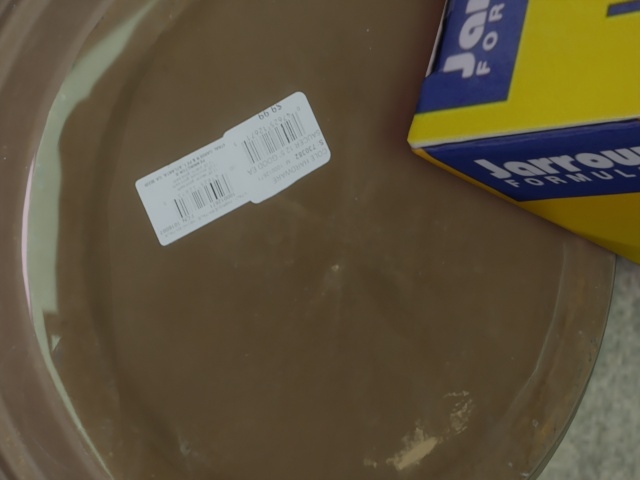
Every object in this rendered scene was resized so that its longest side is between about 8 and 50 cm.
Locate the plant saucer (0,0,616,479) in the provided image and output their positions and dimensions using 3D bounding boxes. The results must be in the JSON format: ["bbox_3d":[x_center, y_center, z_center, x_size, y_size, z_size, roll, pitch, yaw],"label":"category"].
[{"bbox_3d":[0.000,0.000,0.595,0.278,0.041,0.278,-2,93,-30],"label":"plant saucer"}]

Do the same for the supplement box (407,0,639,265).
[{"bbox_3d":[0.238,-0.065,0.613,0.356,0.195,0.194,23,74,-35],"label":"supplement box"}]
